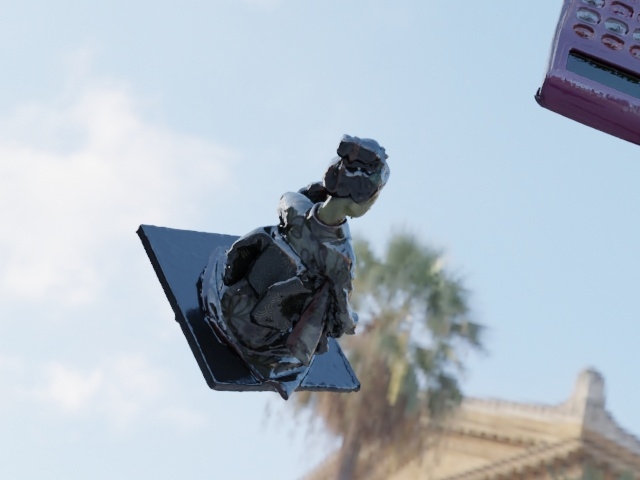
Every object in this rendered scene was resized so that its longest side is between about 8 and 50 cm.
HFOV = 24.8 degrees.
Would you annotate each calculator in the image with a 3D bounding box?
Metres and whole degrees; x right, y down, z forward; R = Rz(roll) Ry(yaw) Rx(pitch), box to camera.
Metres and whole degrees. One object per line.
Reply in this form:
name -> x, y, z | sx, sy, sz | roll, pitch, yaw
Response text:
calculator -> 0.257, -0.166, 1.224 | 0.126, 0.190, 0.034 | 21, -29, -1

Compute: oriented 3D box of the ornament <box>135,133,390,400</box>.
ornament -> 0.000, 0.000, 1.054 | 0.153, 0.166, 0.196 | 4, -43, -44
